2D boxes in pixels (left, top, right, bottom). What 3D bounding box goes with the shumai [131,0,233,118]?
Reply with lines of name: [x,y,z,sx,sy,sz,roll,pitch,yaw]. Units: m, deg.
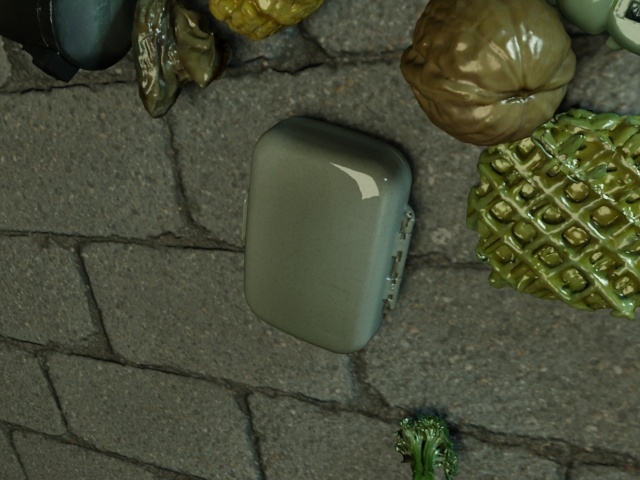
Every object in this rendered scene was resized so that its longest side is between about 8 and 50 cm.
shumai: [-0.216,-0.297,1.066,0.153,0.161,0.209,2,95,6]

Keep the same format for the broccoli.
broccoli: [0.179,0.382,1.157,0.118,0.204,0.122,1,106,12]

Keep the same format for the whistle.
whistle: [0.363,-0.260,0.753,0.245,0.092,0.110,27,125,18]

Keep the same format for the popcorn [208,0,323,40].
popcorn: [-0.057,-0.360,0.928,0.163,0.140,0.194,43,120,14]

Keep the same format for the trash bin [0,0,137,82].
trash bin: [-0.467,-0.414,1.095,0.302,0.203,0.252,25,86,19]

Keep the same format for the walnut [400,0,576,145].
walnut: [0.196,-0.214,0.811,0.213,0.213,0.213,14,122,24]

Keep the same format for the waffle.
waffle: [0.349,-0.031,0.901,0.317,0.073,0.297,9,120,27]

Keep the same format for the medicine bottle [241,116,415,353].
medicine bottle: [0.000,0.000,1.097,0.283,0.123,0.374,22,126,21]
